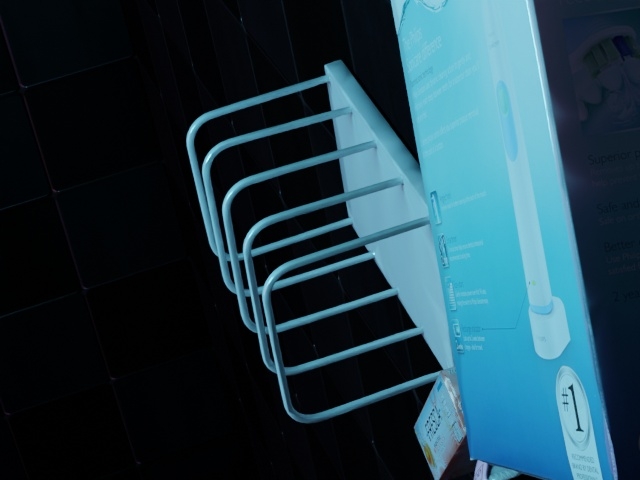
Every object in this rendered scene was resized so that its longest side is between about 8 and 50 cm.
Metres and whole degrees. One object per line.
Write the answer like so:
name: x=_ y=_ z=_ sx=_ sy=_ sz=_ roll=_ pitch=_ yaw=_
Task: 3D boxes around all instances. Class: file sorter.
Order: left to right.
file sorter: x=0.000 y=0.000 z=1.419 sx=0.278 sy=0.173 sz=0.193 roll=-120 pitch=16 yaw=-51

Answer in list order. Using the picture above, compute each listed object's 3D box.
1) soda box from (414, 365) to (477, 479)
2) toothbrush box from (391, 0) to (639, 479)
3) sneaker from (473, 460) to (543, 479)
soda box: x=0.126 y=0.152 z=1.315 sx=0.183 sy=0.063 sz=0.058 roll=101 pitch=149 yaw=-68
toothbrush box: x=0.126 y=-0.047 z=0.707 sx=0.216 sy=0.126 sz=0.296 roll=152 pitch=107 yaw=-79
sneaker: x=0.139 y=0.106 z=0.980 sx=0.112 sy=0.131 sz=0.319 roll=82 pitch=166 yaw=-45
